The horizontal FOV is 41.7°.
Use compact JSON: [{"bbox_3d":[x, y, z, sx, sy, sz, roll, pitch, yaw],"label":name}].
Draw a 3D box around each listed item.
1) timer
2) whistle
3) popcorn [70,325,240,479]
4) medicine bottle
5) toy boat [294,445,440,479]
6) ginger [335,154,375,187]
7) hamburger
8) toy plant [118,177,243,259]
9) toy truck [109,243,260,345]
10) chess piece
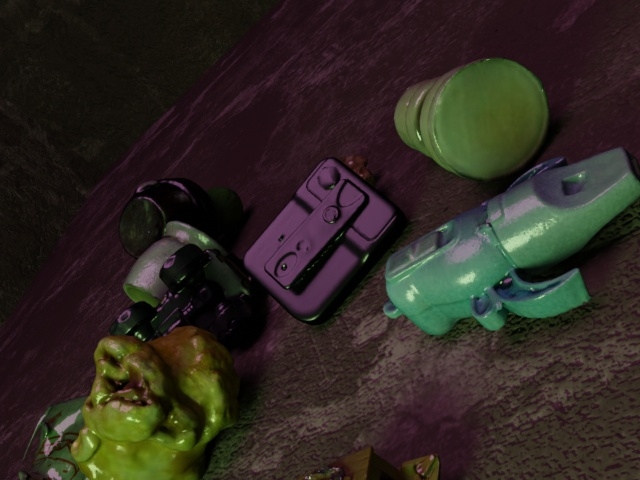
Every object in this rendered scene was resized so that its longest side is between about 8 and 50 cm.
[{"bbox_3d":[0.000,0.000,1.048,0.144,0.055,0.187,41,93,28],"label":"timer"},{"bbox_3d":[0.162,0.005,0.757,0.274,0.093,0.186,-33,26,32],"label":"whistle"},{"bbox_3d":[-0.210,0.198,1.038,0.226,0.203,0.200,-36,29,8],"label":"popcorn"},{"bbox_3d":[-0.232,0.059,1.396,0.147,0.147,0.143,-13,40,59],"label":"medicine bottle"},{"bbox_3d":[0.016,0.224,0.693,0.200,0.077,0.057,-35,26,35],"label":"toy boat"},{"bbox_3d":[0.024,-0.041,1.144,0.137,0.074,0.213,-52,16,26],"label":"ginger"},{"bbox_3d":[-0.339,0.303,1.198,0.260,0.150,0.276,-55,20,-16],"label":"hamburger"},{"bbox_3d":[-0.262,-0.026,1.579,0.218,0.175,0.235,-27,-11,30],"label":"toy plant"},{"bbox_3d":[-0.188,0.116,1.243,0.224,0.147,0.165,-46,-6,4],"label":"toy truck"},{"bbox_3d":[0.158,-0.143,0.989,0.133,0.133,0.243,-50,13,0],"label":"chess piece"}]
